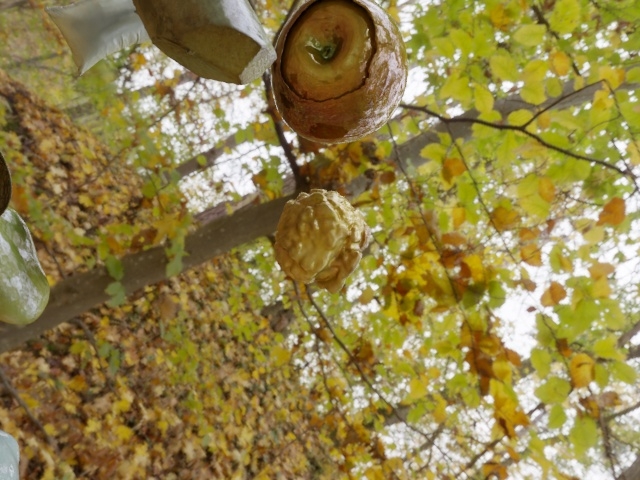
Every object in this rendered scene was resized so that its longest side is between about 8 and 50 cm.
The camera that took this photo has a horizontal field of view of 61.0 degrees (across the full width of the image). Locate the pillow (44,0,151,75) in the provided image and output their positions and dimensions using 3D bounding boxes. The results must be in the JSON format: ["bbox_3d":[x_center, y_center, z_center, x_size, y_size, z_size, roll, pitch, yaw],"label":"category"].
[{"bbox_3d":[-0.421,-0.452,1.137,0.078,0.254,0.144,43,-27,34],"label":"pillow"}]

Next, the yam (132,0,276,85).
[{"bbox_3d":[-0.087,-0.155,0.349,0.146,0.070,0.069,62,-23,17],"label":"yam"}]

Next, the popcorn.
[{"bbox_3d":[0.000,0.000,0.966,0.180,0.180,0.170,28,-14,48],"label":"popcorn"}]

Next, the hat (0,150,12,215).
[{"bbox_3d":[-0.474,-0.104,0.771,0.146,0.067,0.145,6,-69,15],"label":"hat"}]

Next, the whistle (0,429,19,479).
[{"bbox_3d":[-0.425,0.254,0.572,0.290,0.163,0.163,8,-49,24],"label":"whistle"}]

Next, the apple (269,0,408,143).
[{"bbox_3d":[0.026,-0.280,0.878,0.237,0.237,0.207,45,-4,27],"label":"apple"}]

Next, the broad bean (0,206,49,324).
[{"bbox_3d":[-0.691,0.048,1.188,0.238,0.119,0.291,102,-36,-73],"label":"broad bean"}]
